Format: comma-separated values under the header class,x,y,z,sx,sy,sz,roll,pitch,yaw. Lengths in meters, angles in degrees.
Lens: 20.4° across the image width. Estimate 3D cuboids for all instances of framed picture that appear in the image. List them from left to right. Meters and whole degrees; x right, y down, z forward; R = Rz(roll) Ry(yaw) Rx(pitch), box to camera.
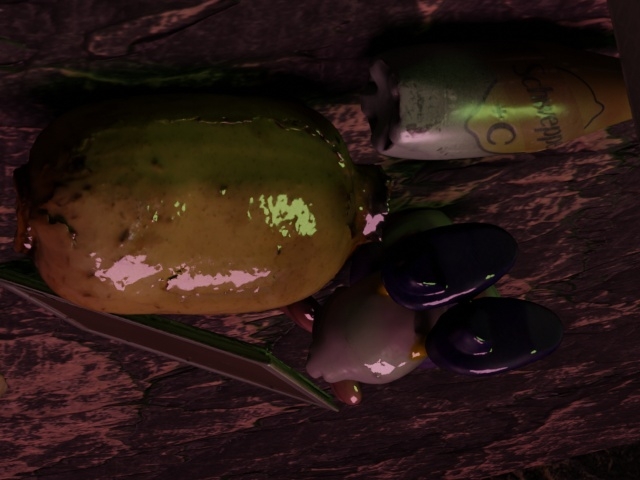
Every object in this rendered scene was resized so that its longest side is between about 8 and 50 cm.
class,x,y,z,sx,sy,sz,roll,pitch,yaw
framed picture,-0.141,0.091,1.662,0.296,0.019,0.232,16,170,19

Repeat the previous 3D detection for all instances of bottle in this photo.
class,x,y,z,sx,sy,sz,roll,pitch,yaw
bottle,0.163,-0.105,1.262,0.269,0.083,0.083,-6,165,-21

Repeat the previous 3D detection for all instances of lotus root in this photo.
class,x,y,z,sx,sy,sz,roll,pitch,yaw
lotus root,-0.080,-0.027,1.264,0.284,0.146,0.160,-1,126,-19

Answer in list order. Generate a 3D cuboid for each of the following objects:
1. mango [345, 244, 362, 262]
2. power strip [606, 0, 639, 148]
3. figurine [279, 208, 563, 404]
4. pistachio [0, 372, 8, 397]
class,x,y,z,sx,sy,sz,roll,pitch,yaw
mango,0.000,0.000,1.572,0.114,0.060,0.080,-32,-171,27
power strip,0.277,-0.123,1.154,0.140,0.139,0.224,2,160,-38
figurine,0.066,0.075,1.641,0.193,0.154,0.421,-32,-177,-9
pistachio,-0.382,0.131,1.701,0.144,0.144,0.215,-15,175,20
